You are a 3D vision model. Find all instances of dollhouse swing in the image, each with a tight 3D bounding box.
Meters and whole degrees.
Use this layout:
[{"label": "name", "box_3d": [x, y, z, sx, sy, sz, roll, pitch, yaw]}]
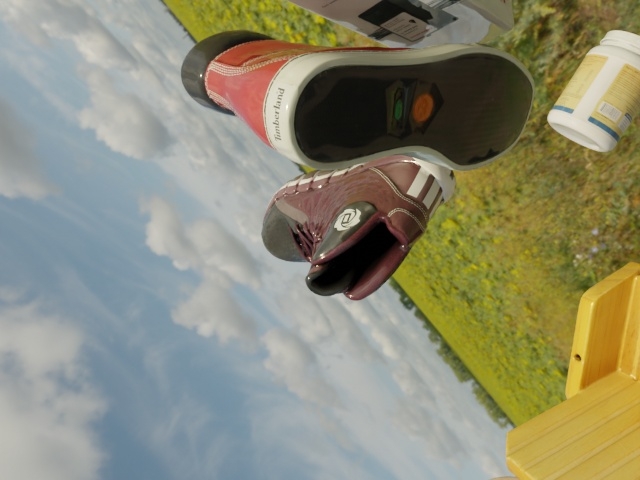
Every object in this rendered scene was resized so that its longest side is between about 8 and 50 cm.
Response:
[{"label": "dollhouse swing", "box_3d": [0.470, 0.221, 0.798, 0.347, 0.305, 0.315, -146, 54, -62]}]

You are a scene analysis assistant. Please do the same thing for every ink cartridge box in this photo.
[{"label": "ink cartridge box", "box_3d": [0.048, -0.232, 0.396, 0.208, 0.087, 0.153, 1, -97, -47]}]

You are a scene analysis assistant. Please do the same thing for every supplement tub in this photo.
[{"label": "supplement tub", "box_3d": [0.563, -0.292, 1.105, 0.144, 0.199, 0.144, 29, -168, -7]}]

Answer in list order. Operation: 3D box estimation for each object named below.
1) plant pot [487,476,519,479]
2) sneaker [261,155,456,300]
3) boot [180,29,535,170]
[{"label": "plant pot", "box_3d": [0.317, 0.507, 0.877, 0.110, 0.237, 0.237, 37, -171, -29]}, {"label": "sneaker", "box_3d": [0.000, 0.000, 0.595, 0.106, 0.162, 0.281, 46, 139, -18]}, {"label": "boot", "box_3d": [0.030, -0.116, 0.424, 0.244, 0.088, 0.176, -7, -153, -35]}]
